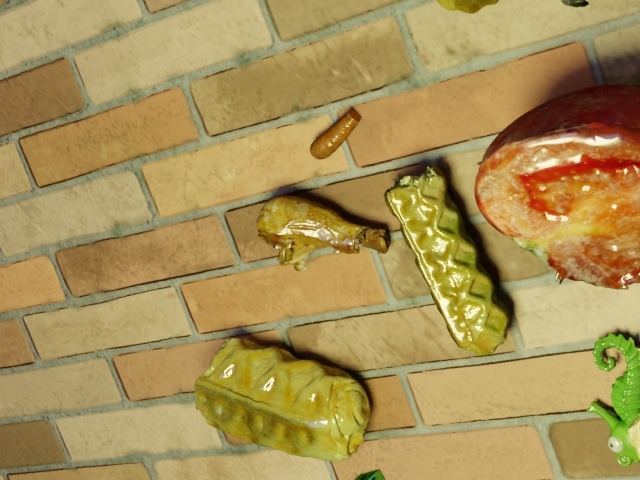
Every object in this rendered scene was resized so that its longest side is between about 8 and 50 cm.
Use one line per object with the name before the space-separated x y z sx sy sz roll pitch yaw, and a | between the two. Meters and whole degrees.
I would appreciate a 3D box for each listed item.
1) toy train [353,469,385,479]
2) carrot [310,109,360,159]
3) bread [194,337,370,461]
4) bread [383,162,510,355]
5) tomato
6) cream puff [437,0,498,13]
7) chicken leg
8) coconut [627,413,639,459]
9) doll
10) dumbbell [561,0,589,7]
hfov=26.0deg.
toy train | 0.113 0.456 2.136 0.044 0.042 0.209 -24 96 41
carrot | 0.020 -0.145 1.928 0.032 0.032 0.093 51 125 5
bread | -0.049 0.245 2.099 0.267 0.130 0.152 15 114 29
bread | 0.174 0.031 1.863 0.098 0.087 0.269 -22 97 39
tomato | 0.342 -0.093 1.635 0.309 0.170 0.309 5 141 4
cream puff | 0.173 -0.353 1.664 0.116 0.146 0.146 58 134 26
chicken leg | 0.000 -0.003 1.975 0.207 0.085 0.101 12 84 24
coconut | 0.504 0.260 1.648 0.245 0.233 0.233 48 130 12
doll | 0.399 0.210 1.813 0.115 0.050 0.190 7 112 35
dumbbell | 0.286 -0.454 1.496 0.179 0.179 0.406 14 118 30
